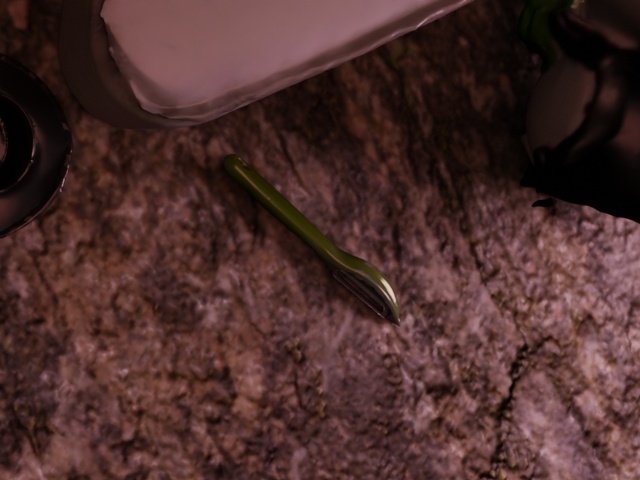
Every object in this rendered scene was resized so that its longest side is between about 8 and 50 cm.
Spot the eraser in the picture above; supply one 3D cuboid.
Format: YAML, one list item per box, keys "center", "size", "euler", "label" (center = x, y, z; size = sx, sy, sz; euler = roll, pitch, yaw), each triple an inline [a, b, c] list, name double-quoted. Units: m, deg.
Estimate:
- center: [-0.051, -0.204, 0.790]
  size: [0.331, 0.150, 0.331]
  euler: [-1, 93, -22]
  label: "eraser"

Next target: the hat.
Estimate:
- center: [-0.216, -0.058, 0.789]
  size: [0.121, 0.050, 0.121]
  euler: [0, 89, -20]
  label: "hat"

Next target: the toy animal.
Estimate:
- center: [0.243, -0.133, 0.871]
  size: [0.212, 0.212, 0.267]
  euler: [7, 96, -20]
  label: "toy animal"

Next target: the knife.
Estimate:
- center: [0.000, 0.000, 0.888]
  size: [0.184, 0.022, 0.026]
  euler: [42, 105, -19]
  label: "knife"
